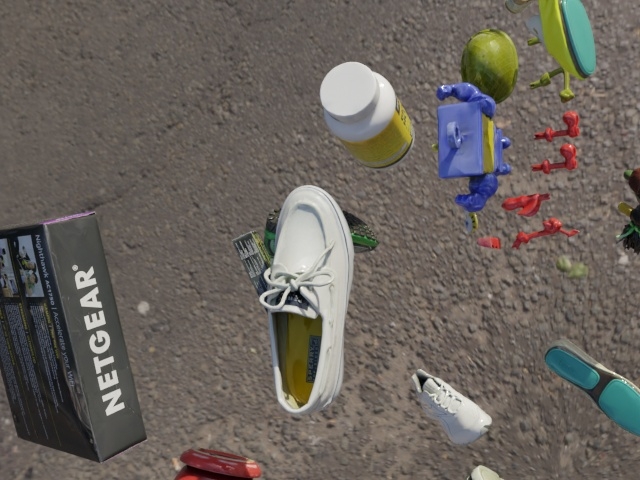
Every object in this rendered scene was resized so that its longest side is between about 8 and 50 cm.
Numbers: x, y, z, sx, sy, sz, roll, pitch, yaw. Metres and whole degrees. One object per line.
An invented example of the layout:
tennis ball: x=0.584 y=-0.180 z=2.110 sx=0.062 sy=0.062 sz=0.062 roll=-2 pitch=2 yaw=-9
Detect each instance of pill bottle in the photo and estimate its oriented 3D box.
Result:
pill bottle: x=0.121 y=-0.319 z=1.663 sx=0.187 sy=0.334 sz=0.188 roll=-5 pitch=76 yaw=20

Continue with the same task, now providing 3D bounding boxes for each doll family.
doll family: x=0.348 y=0.004 z=0.615 sx=0.076 sy=0.111 sz=0.193 roll=-49 pitch=44 yaw=9

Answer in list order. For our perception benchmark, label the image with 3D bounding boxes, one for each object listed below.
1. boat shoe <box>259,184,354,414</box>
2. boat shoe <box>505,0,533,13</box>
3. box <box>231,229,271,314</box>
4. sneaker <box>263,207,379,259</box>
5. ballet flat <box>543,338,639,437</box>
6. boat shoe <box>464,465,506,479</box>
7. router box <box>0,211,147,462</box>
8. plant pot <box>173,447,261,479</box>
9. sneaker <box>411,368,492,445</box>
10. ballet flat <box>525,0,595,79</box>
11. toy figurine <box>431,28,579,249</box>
boat shoe: x=-0.034 y=0.090 z=1.002 sx=0.135 sy=0.156 sz=0.367 roll=2 pitch=86 yaw=18
boat shoe: x=0.410 y=-0.484 z=1.216 sx=0.050 sy=0.045 sz=0.135 roll=44 pitch=81 yaw=-1
box: x=-0.099 y=0.074 z=1.187 sx=0.045 sy=0.184 sz=0.191 roll=-25 pitch=93 yaw=0
sneaker: x=0.000 y=0.000 z=1.701 sx=0.134 sy=0.343 sz=0.146 roll=55 pitch=134 yaw=48
ballet flat: x=0.558 y=0.284 z=1.272 sx=0.248 sy=0.086 sz=0.086 roll=41 pitch=88 yaw=20
boat shoe: x=0.364 y=0.556 z=1.270 sx=0.113 sy=0.340 sz=0.127 roll=-41 pitch=40 yaw=13
router box: x=-0.208 y=0.073 z=0.502 sx=0.133 sy=0.046 sz=0.179 roll=-4 pitch=100 yaw=40
plant pot: x=-0.215 y=0.517 z=1.291 sx=0.191 sy=0.191 sz=0.174 roll=6 pitch=73 yaw=22
sneaker: x=0.324 y=0.428 z=1.665 sx=0.111 sy=0.129 sz=0.297 roll=-42 pitch=20 yaw=-14
ballet flat: x=0.311 y=-0.323 z=0.864 sx=0.077 sy=0.077 sz=0.231 roll=-8 pitch=93 yaw=47
toy figurine: x=0.255 y=-0.170 z=0.950 sx=0.191 sy=0.217 sz=0.363 roll=0 pitch=88 yaw=37
